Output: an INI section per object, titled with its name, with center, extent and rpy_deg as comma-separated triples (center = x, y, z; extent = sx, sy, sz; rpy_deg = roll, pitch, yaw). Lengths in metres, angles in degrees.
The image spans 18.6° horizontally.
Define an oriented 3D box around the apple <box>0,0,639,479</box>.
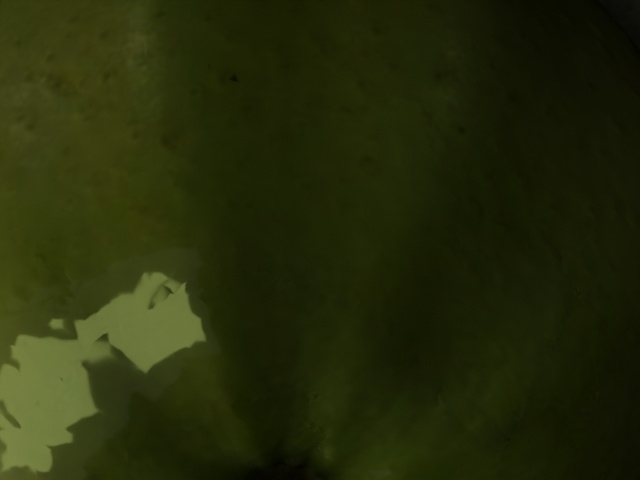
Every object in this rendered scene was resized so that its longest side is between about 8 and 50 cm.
[apple]
center = 0.000, 0.000, 0.824
extent = 0.320, 0.360, 0.312
rpy_deg = -7, 129, 6
